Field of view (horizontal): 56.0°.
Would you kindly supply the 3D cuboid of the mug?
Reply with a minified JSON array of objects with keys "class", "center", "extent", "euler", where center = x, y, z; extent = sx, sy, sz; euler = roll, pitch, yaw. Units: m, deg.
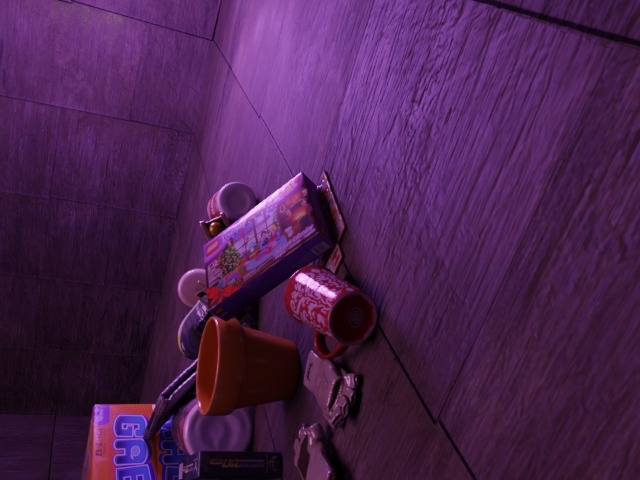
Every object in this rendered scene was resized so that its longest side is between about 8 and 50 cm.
[{"class":"mug","center":[0.028,0.126,1.037],"extent":[0.150,0.113,0.169],"euler":[61,163,-19]}]

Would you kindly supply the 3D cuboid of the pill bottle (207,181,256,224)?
[{"class":"pill bottle","center":[-0.282,-0.103,1.865],"extent":[0.216,0.121,0.121],"euler":[162,114,-67]}]

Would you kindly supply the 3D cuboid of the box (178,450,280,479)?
[{"class":"box","center":[-0.211,0.518,1.367],"extent":[0.232,0.183,0.059],"euler":[136,137,-57]}]

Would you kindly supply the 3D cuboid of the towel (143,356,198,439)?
[{"class":"towel","center":[-0.378,0.426,1.778],"extent":[0.324,0.056,0.312],"euler":[-45,-9,-43]}]

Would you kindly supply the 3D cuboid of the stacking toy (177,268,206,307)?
[{"class":"stacking toy","center":[-0.468,0.174,2.270],"extent":[0.330,0.141,0.141],"euler":[174,103,-76]}]

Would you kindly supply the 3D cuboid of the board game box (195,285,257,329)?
[{"class":"board game box","center":[-0.261,0.189,1.662],"extent":[0.048,0.170,0.141],"euler":[-44,7,-23]}]

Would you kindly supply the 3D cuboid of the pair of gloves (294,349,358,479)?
[{"class":"pair of gloves","center":[0.005,0.331,1.075],"extent":[0.204,0.042,0.240],"euler":[180,99,-72]}]

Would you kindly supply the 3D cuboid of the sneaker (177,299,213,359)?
[{"class":"sneaker","center":[-0.329,0.216,1.806],"extent":[0.121,0.111,0.300],"euler":[-31,32,55]}]

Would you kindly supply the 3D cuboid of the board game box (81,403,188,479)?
[{"class":"board game box","center":[-0.535,0.759,1.852],"extent":[0.356,0.356,0.356],"euler":[-115,38,-51]}]

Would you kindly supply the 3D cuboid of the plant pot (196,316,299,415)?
[{"class":"plant pot","center":[-0.154,0.275,1.303],"extent":[0.205,0.187,0.205],"euler":[-172,90,-68]}]

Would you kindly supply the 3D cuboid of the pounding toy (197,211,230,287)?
[{"class":"pounding toy","center":[-0.285,0.070,1.708],"extent":[0.270,0.154,0.154],"euler":[64,166,4]}]

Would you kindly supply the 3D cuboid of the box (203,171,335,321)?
[{"class":"box","center":[-0.118,0.012,1.260],"extent":[0.293,0.057,0.201],"euler":[-36,40,17]}]

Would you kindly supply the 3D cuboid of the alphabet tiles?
[{"class":"alphabet tiles","center":[0.000,0.000,1.254],"extent":[0.237,0.009,0.198],"euler":[-107,32,-49]}]

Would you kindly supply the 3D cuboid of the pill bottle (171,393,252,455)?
[{"class":"pill bottle","center":[-0.308,0.505,1.637],"extent":[0.318,0.176,0.176],"euler":[152,123,-65]}]
